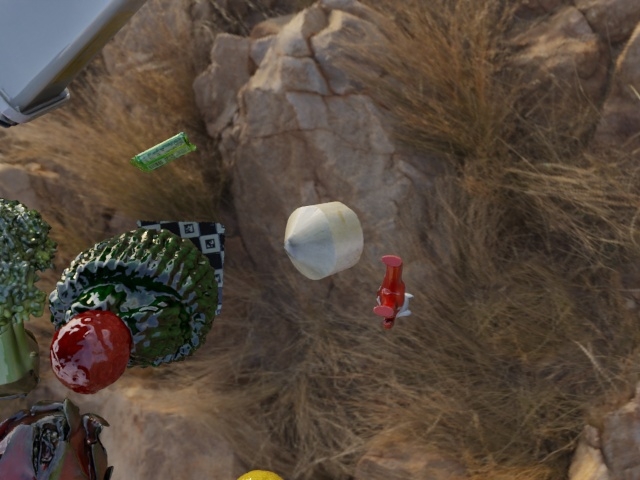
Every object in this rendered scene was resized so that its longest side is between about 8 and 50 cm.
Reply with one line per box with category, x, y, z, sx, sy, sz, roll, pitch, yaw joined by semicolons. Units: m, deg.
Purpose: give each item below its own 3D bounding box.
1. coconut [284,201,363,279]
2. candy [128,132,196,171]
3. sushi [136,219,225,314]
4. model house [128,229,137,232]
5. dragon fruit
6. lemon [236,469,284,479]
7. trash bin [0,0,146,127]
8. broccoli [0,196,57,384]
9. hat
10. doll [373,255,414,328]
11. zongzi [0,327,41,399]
coconut;0.000;0.000;1.765;0.202;0.222;0.202;19;117;44
candy;-0.445;-0.247;1.847;0.178;0.102;0.032;-27;72;0
sushi;-0.304;0.063;1.409;0.193;0.040;0.210;1;97;-4
model house;-0.585;0.098;2.108;0.279;0.218;0.205;43;128;12
dragon fruit;-0.342;0.292;0.797;0.182;0.182;0.188;-14;70;33
lemon;-0.151;0.691;1.668;0.187;0.187;0.244;29;135;36
trash bin;-0.476;-0.409;1.093;0.368;0.256;0.296;-36;106;14
broccoli;-0.468;0.061;0.827;0.288;0.235;0.259;-140;63;-64
hat;-0.315;0.138;1.054;0.274;0.332;0.242;-22;111;10
doll;0.190;0.146;1.737;0.099;0.384;0.188;8;77;12
zongzi;-0.726;0.197;1.186;0.393;0.356;0.174;116;143;-60
